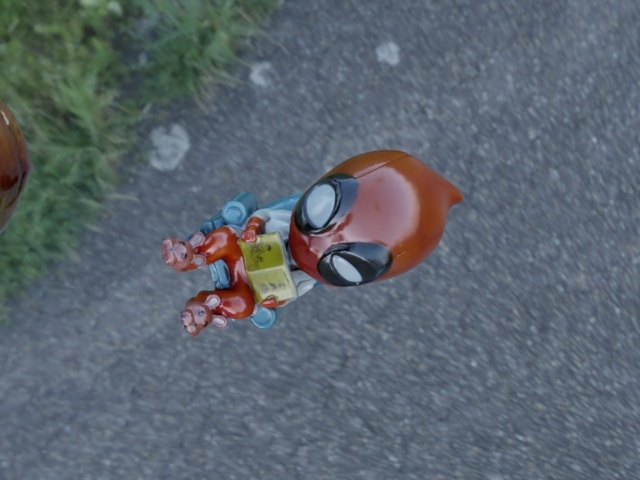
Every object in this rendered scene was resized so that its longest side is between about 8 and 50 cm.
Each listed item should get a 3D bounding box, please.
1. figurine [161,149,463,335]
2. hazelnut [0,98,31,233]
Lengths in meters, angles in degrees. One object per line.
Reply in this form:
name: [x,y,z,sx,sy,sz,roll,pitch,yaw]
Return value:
figurine: [0.000,0.000,0.598,0.140,0.075,0.068,-17,96,16]
hazelnut: [-0.160,-0.034,0.514,0.086,0.086,0.086,-7,71,22]
